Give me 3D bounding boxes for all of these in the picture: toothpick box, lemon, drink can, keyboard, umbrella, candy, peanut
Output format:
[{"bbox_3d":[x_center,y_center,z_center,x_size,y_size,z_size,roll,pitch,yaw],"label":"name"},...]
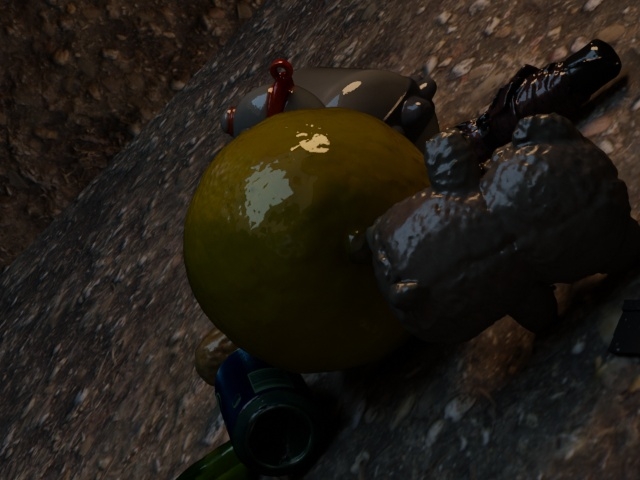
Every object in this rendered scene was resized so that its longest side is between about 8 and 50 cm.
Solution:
[{"bbox_3d":[0.055,-0.159,1.908,0.229,0.229,0.316,-53,22,-9],"label":"toothpick box"},{"bbox_3d":[0.000,0.000,1.550,0.348,0.348,0.348,-43,21,20],"label":"lemon"},{"bbox_3d":[-0.068,0.208,1.637,0.118,0.118,0.205,-48,18,5],"label":"drink can"},{"bbox_3d":[0.330,0.079,1.156,0.195,0.018,0.060,-6,55,64],"label":"keyboard"},{"bbox_3d":[0.242,-0.150,1.656,0.326,0.094,0.090,-38,37,32],"label":"umbrella"},{"bbox_3d":[-0.144,0.356,1.604,0.149,0.069,0.246,-38,17,18],"label":"candy"},{"bbox_3d":[-0.101,0.115,1.894,0.226,0.108,0.095,-53,25,-3],"label":"peanut"}]

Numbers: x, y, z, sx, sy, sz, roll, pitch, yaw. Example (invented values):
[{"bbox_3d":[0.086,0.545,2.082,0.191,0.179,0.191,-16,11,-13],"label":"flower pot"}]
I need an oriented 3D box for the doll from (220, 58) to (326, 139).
[{"bbox_3d":[-0.048,-0.093,1.756,0.105,0.200,0.336,-60,-23,-51],"label":"doll"}]

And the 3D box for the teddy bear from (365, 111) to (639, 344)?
[{"bbox_3d":[0.180,-0.008,1.320,0.267,0.236,0.151,-34,12,5],"label":"teddy bear"}]
